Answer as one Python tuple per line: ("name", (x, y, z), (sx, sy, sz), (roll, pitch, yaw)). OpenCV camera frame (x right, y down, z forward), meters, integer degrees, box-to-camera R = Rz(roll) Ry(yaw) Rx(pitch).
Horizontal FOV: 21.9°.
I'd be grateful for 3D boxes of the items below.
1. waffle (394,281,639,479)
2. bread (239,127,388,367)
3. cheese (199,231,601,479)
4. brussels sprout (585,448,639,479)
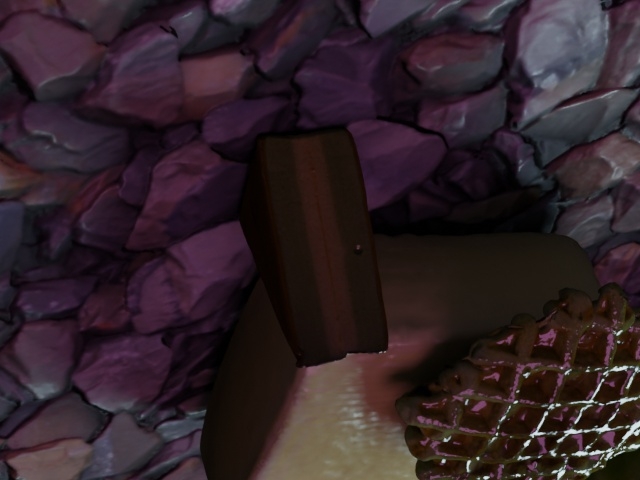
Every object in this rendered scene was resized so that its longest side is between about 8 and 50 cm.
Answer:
("waffle", (0.166, 0.123, 1.219), (0.214, 0.054, 0.208), (-31, 141, 2))
("bread", (0.001, 0.004, 1.106), (0.074, 0.139, 0.084), (-6, 141, -20))
("cheese", (0.061, 0.108, 1.284), (0.265, 0.124, 0.242), (-2, 133, -27))
("brussels sprout", (0.332, 0.226, 1.493), (0.259, 0.227, 0.294), (-11, 147, -13))
